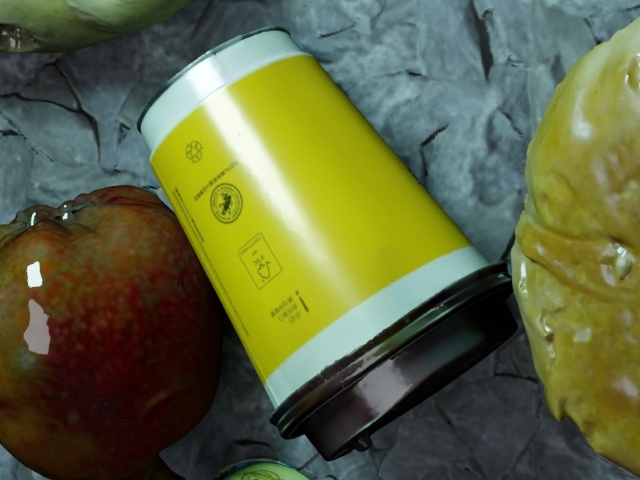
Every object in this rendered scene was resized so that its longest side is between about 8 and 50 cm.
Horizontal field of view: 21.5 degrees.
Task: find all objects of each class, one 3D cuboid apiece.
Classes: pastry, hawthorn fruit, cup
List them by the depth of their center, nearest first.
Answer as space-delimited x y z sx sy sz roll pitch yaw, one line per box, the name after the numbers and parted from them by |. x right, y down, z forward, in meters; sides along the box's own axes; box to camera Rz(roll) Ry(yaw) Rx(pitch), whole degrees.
0.263 0.005 1.047 0.284 0.184 0.315 7 110 29 | pastry
0.000 0.000 1.169 0.196 0.196 0.279 -39 77 27 | cup
-0.160 0.087 1.249 0.208 0.208 0.248 -16 103 26 | hawthorn fruit

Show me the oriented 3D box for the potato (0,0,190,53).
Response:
-0.202 -0.227 1.216 0.296 0.141 0.191 -16 113 25 | potato

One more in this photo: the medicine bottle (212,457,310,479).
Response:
-0.085 0.251 1.232 0.124 0.239 0.124 7 106 25 | medicine bottle
